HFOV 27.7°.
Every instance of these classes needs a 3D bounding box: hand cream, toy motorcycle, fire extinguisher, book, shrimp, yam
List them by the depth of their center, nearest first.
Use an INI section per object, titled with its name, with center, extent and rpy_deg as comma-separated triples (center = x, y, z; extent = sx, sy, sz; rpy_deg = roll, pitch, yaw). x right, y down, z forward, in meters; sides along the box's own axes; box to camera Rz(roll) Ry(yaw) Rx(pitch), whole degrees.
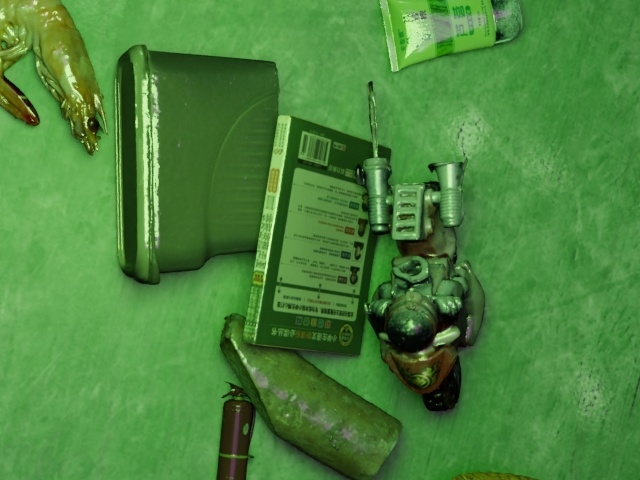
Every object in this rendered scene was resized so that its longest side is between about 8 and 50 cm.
[shrimp]
center = -0.332, -0.197, 1.518
extent = 0.133, 0.053, 0.236
rpy_deg = -28, 92, -13
[book]
center = 0.000, 0.000, 1.541
extent = 0.202, 0.027, 0.264
rpy_deg = 12, 85, -52
[toy motorcycle]
center = 0.117, 0.008, 1.546
extent = 0.134, 0.207, 0.401
rpy_deg = -2, 88, 20
[yam]
center = -0.023, 0.193, 1.554
extent = 0.259, 0.106, 0.106
rpy_deg = 33, 83, -10
[fire extinguisher]
center = -0.102, 0.237, 1.569
extent = 0.056, 0.039, 0.132
rpy_deg = 8, 86, -45
[hand cream]
center = 0.166, -0.272, 1.630
extent = 0.175, 0.046, 0.095
rpy_deg = -11, 94, -10

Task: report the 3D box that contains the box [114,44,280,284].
[box]
center = -0.142, -0.088, 1.520
extent = 0.178, 0.138, 0.274
rpy_deg = -2, 92, -19

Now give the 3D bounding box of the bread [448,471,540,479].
[bread]
center = 0.219, 0.376, 1.606
extent = 0.199, 0.104, 0.199
rpy_deg = 0, 93, -9
